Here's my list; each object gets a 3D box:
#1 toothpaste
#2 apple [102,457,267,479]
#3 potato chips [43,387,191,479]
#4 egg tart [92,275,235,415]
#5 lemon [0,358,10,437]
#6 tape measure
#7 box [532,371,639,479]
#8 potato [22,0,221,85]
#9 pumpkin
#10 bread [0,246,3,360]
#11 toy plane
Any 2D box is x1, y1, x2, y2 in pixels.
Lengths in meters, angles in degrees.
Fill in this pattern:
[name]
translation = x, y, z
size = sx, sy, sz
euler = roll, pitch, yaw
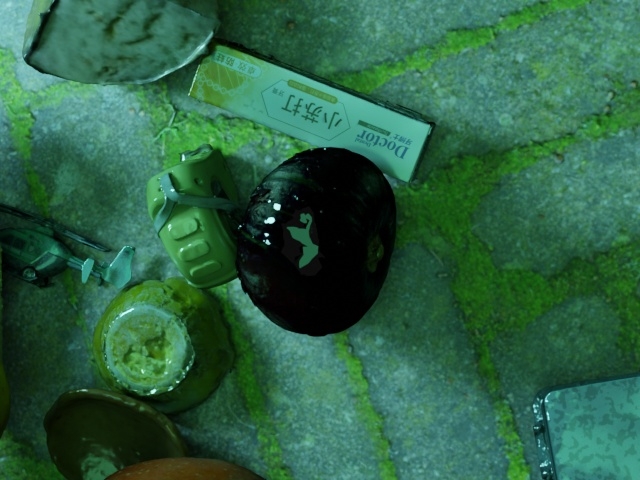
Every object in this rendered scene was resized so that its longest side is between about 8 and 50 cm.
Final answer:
[toothpaste]
translation = -0.009, -0.169, 1.526
size = 0.312, 0.071, 0.089
euler = 22, 99, 8
[apple]
translation = -0.165, 0.432, 1.448
size = 0.348, 0.277, 0.349
euler = -6, 123, -10
[potato chips]
translation = -0.262, 0.269, 1.574
size = 0.208, 0.062, 0.195
euler = 0, 114, 15
[egg tart]
translation = -0.216, 0.143, 1.563
size = 0.197, 0.078, 0.197
euler = 1, 94, 13
[lemon]
translation = -0.527, 0.179, 1.455
size = 0.320, 0.245, 0.245
euler = 37, 97, 10
[tape measure]
translation = -0.147, -0.029, 1.493
size = 0.106, 0.200, 0.175
euler = -23, 96, 9
[box]
translation = 0.375, 0.239, 1.434
size = 0.227, 0.130, 0.162
euler = -10, 74, 10
[potato]
translation = -0.257, -0.346, 1.555
size = 0.211, 0.189, 0.264
euler = 14, 55, -24
[pumpkin]
translation = 0.000, 0.000, 1.444
size = 0.163, 0.233, 0.233
euler = 17, 94, 26
[bread]
translation = -0.514, 0.080, 1.602
size = 0.207, 0.056, 0.287
euler = 14, 105, 28
[toy plane]
translation = -0.361, 0.019, 1.599
size = 0.235, 0.060, 0.096
euler = 20, 81, 13
